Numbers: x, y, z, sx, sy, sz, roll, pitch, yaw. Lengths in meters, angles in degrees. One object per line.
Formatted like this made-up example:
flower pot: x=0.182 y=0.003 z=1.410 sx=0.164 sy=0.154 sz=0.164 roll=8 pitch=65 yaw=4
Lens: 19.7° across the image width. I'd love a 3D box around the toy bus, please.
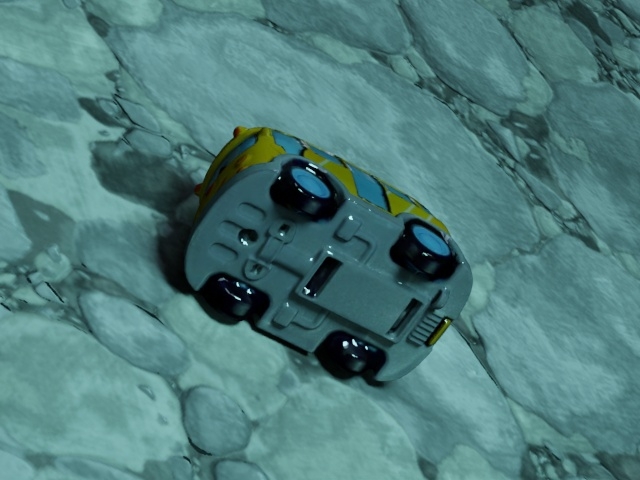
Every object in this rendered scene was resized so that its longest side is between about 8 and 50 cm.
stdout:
toy bus: x=0.000 y=0.000 z=1.385 sx=0.209 sy=0.126 sz=0.136 roll=26 pitch=25 yaw=-21
